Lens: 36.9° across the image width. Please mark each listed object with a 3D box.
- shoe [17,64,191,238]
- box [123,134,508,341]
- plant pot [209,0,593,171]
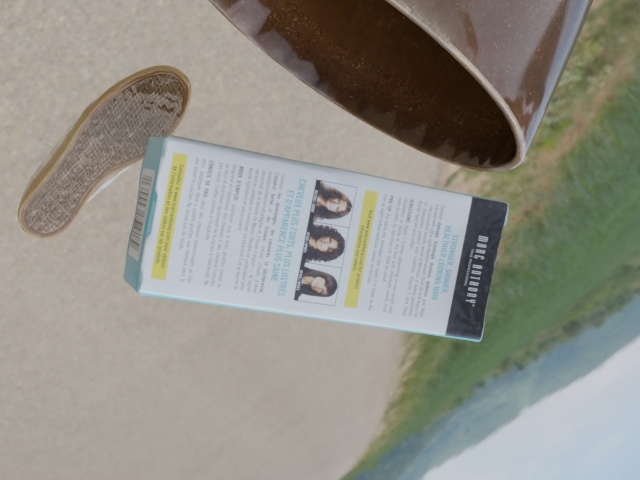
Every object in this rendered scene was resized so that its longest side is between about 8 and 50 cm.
[{"bbox_3d":[-0.211,-0.093,0.918,0.219,0.076,0.058,-41,-149,12],"label":"shoe"},{"bbox_3d":[0.000,0.000,0.644,0.244,0.100,0.060,10,-177,-21],"label":"box"},{"bbox_3d":[0.073,-0.190,0.499,0.230,0.215,0.215,-56,169,-5],"label":"plant pot"}]
